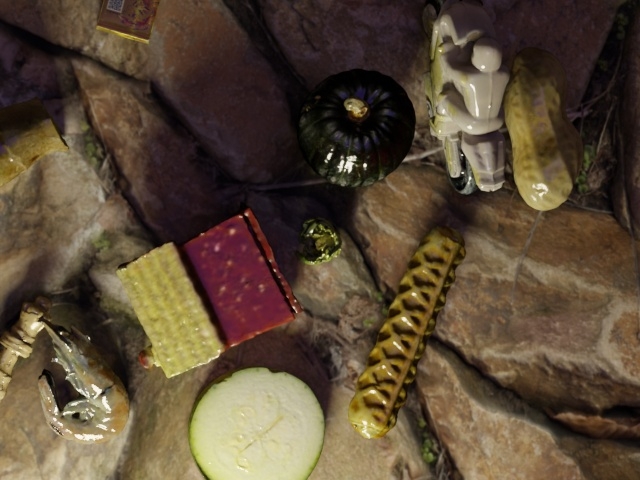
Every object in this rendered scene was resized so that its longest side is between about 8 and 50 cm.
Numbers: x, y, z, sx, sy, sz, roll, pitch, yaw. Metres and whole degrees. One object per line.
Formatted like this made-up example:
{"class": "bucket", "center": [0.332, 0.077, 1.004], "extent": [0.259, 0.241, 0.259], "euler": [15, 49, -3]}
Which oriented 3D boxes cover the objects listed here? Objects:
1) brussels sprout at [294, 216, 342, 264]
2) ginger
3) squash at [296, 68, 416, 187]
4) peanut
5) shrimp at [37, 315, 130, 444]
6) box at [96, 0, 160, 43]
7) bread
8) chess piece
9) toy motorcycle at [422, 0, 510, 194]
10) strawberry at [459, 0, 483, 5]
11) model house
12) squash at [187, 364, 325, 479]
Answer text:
{"class": "brussels sprout", "center": [0.000, 0.000, 1.806], "extent": [0.085, 0.058, 0.085], "euler": [-2, 85, 21]}
{"class": "ginger", "center": [-0.508, -0.127, 1.674], "extent": [0.263, 0.116, 0.109], "euler": [-22, 132, -18]}
{"class": "squash", "center": [0.058, -0.179, 1.780], "extent": [0.193, 0.156, 0.193], "euler": [12, 62, -23]}
{"class": "peanut", "center": [0.373, -0.188, 1.871], "extent": [0.125, 0.111, 0.274], "euler": [-6, 89, -17]}
{"class": "shrimp", "center": [-0.376, 0.215, 1.699], "extent": [0.126, 0.047, 0.223], "euler": [-33, 108, -9]}
{"class": "box", "center": [-0.293, -0.396, 1.777], "extent": [0.089, 0.022, 0.156], "euler": [13, 84, -10]}
{"class": "bread", "center": [0.140, 0.145, 1.816], "extent": [0.077, 0.084, 0.367], "euler": [20, 82, 29]}
{"class": "chess piece", "center": [-0.459, 0.159, 1.692], "extent": [0.060, 0.060, 0.172], "euler": [35, 80, -9]}
{"class": "toy motorcycle", "center": [0.233, -0.244, 1.789], "extent": [0.108, 0.223, 0.340], "euler": [-8, 91, -18]}
{"class": "strawberry", "center": [0.295, -0.502, 1.877], "extent": [0.228, 0.098, 0.174], "euler": [-27, 94, -12]}
{"class": "model house", "center": [-0.181, 0.080, 1.707], "extent": [0.254, 0.160, 0.196], "euler": [-27, 94, -12]}
{"class": "squash", "center": [-0.102, 0.305, 1.776], "extent": [0.219, 0.041, 0.219], "euler": [0, 90, -9]}
